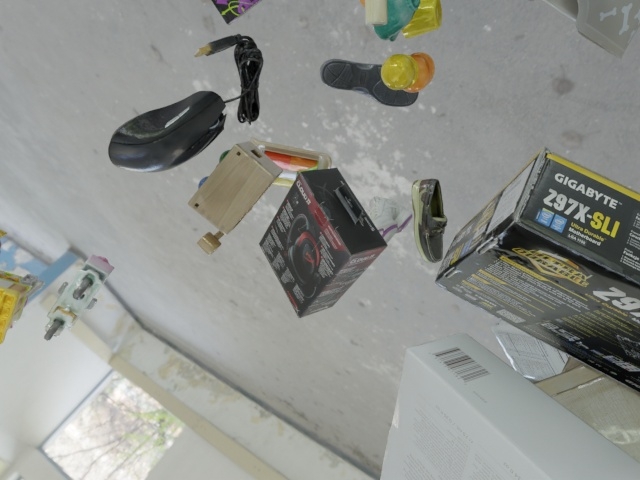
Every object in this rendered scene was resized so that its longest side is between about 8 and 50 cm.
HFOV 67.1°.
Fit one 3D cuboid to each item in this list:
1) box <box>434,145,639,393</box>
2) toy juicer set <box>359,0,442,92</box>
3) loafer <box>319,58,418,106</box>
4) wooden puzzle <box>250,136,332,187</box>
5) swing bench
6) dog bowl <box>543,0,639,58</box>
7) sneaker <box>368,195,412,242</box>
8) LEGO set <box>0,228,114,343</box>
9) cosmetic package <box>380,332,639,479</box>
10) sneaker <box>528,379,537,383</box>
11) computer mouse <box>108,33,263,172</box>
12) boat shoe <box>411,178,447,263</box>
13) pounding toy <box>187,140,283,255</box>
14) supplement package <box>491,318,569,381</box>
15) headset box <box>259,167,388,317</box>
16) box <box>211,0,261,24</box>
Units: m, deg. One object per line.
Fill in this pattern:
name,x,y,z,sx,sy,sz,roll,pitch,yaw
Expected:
box,0.295,0.064,0.466,0.322,0.079,0.257,28,164,7
toy juicer set,0.097,-0.342,0.730,0.089,0.209,0.329,3,174,28
loafer,0.143,-0.477,1.430,0.302,0.095,0.109,11,115,-13
wooden puzzle,-0.098,-0.207,1.430,0.238,0.044,0.221,15,156,-3
swing bench,0.440,0.252,0.643,0.165,0.254,0.253,-45,69,49
dog bowl,0.509,-0.517,0.998,0.348,0.349,0.102,36,122,5
sneaker,0.201,-0.071,1.637,0.152,0.305,0.114,41,118,13
LEGO set,-0.331,-0.017,0.423,0.287,0.132,0.107,44,180,-17
cosmetic package,0.201,0.306,0.428,0.377,0.097,0.284,39,128,51
sneaker,0.486,0.389,1.078,0.100,0.272,0.108,29,160,-23
computer mouse,-0.180,-0.189,0.699,0.060,0.262,0.184,48,151,19
boat shoe,0.287,-0.050,1.241,0.073,0.080,0.224,-7,92,50
pounding toy,-0.169,-0.074,0.856,0.094,0.206,0.181,40,-168,-8
supplement package,0.507,0.180,0.980,0.149,0.194,0.203,56,156,-15
headset box,0.000,0.000,1.056,0.218,0.110,0.293,59,139,22
box,-0.181,-0.589,1.095,0.116,0.162,0.029,54,-172,-17
